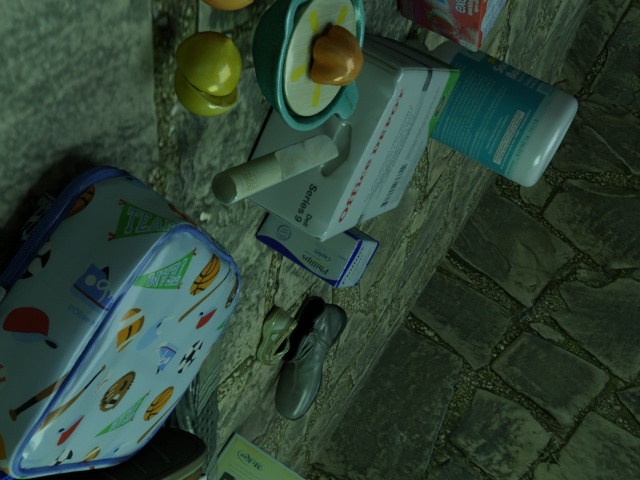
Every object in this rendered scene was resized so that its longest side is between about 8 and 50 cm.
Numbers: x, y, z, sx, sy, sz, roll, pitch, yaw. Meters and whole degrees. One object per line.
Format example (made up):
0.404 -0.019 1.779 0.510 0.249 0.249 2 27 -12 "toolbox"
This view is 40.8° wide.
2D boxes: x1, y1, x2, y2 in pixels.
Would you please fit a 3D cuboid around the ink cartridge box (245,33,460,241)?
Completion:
0.045 -0.135 1.037 0.211 0.121 0.289 -65 165 18 "ink cartridge box"

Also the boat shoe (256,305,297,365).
-0.068 0.166 1.413 0.056 0.048 0.153 -49 162 -38 "boat shoe"

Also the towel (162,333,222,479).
-0.205 0.310 1.060 0.324 0.056 0.312 -58 158 -55 "towel"

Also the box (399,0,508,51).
0.172 -0.357 1.034 0.128 0.122 0.257 -58 166 -8 "box"

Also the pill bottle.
0.227 -0.198 1.261 0.146 0.264 0.146 -56 167 -20 "pill bottle"

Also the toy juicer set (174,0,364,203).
-0.026 -0.138 0.717 0.209 0.089 0.329 -47 149 -36 "toy juicer set"

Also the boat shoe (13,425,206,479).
-0.235 0.262 0.788 0.307 0.110 0.104 -13 114 -46 "boat shoe"

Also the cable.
-0.138 0.230 0.972 0.139 0.072 0.287 -51 152 -77 "cable"

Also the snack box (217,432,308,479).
-0.071 0.509 1.529 0.187 0.322 0.060 -55 167 -18 "snack box"

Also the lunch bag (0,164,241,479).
-0.180 0.081 0.706 0.243 0.115 0.303 -56 167 -7 "lunch bag"

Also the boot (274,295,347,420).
-0.042 0.216 1.589 0.247 0.083 0.161 -66 159 1 "boot"

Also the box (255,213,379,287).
0.000 0.000 1.148 0.072 0.126 0.137 -60 167 7 "box"
